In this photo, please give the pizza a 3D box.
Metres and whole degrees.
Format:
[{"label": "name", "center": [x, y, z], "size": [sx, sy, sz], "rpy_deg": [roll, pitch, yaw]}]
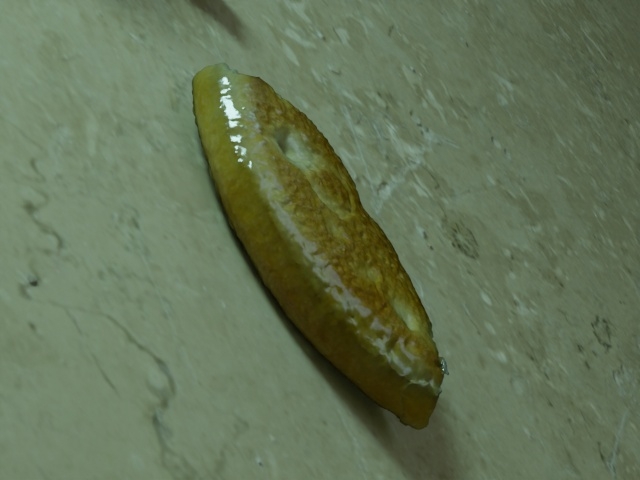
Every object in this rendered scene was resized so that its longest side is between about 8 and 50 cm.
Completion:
[{"label": "pizza", "center": [0.000, 0.000, 1.559], "size": [0.365, 0.074, 0.182], "rpy_deg": [55, 24, 2]}]
